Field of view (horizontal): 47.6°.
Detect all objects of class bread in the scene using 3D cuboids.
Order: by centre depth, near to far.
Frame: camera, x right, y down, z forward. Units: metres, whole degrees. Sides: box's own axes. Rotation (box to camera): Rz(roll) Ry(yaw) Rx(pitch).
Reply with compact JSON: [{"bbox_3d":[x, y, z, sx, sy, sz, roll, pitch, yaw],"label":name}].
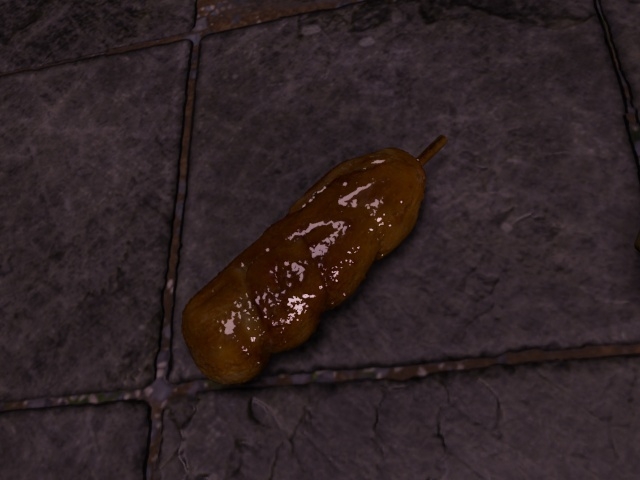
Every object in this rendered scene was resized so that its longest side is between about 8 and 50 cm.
[{"bbox_3d":[0.001,0.001,0.723,0.344,0.084,0.124,-43,59,-10],"label":"bread"}]

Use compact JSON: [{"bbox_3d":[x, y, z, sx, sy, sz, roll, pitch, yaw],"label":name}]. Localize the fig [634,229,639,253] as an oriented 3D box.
[{"bbox_3d":[0.380,-0.042,0.577,0.207,0.230,0.207,16,35,-11],"label":"fig"}]
